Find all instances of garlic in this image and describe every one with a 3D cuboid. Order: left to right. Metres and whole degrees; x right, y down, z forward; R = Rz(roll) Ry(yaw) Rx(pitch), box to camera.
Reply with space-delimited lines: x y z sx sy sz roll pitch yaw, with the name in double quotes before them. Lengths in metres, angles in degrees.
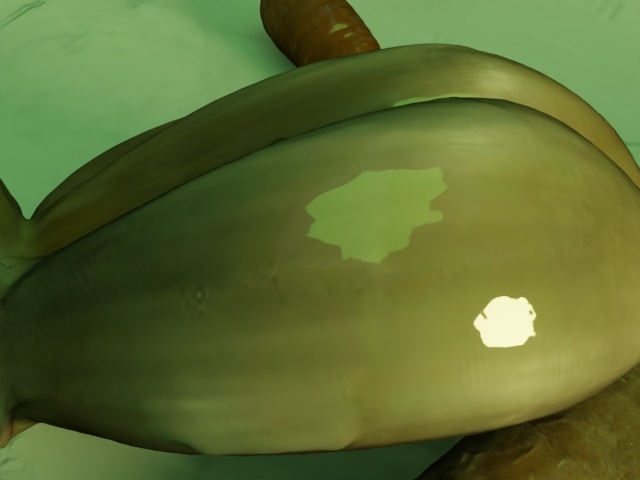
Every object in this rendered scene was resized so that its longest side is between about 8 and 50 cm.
"garlic" 0.000 0.001 0.594 0.325 0.132 0.279 -11 18 -5

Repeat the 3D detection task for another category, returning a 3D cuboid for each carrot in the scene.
"carrot" 0.026 -0.079 0.841 0.048 0.048 0.216 -12 50 -29

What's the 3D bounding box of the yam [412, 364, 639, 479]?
"yam" 0.032 0.131 0.544 0.081 0.081 0.356 34 42 24
